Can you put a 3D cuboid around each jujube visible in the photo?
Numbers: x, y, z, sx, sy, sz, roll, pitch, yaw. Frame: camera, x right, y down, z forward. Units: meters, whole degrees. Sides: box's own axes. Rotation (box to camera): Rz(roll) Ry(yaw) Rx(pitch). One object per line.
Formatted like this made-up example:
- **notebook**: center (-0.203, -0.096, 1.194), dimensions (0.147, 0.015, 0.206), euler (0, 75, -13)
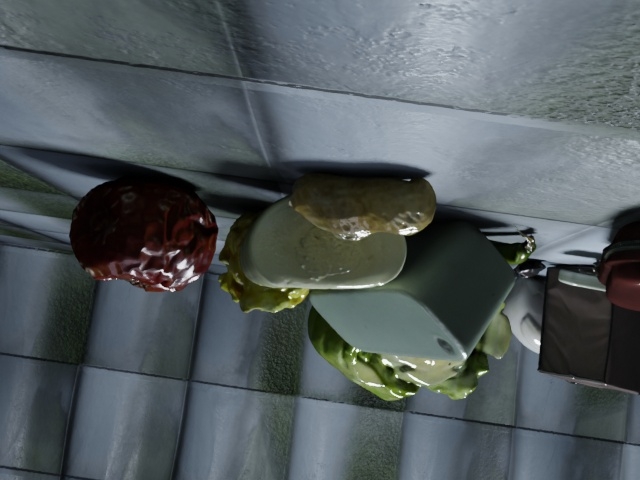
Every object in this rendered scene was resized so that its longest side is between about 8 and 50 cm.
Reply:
- **jujube**: center (-0.299, -0.013, 1.378), dimensions (0.213, 0.212, 0.232), euler (4, 167, 33)

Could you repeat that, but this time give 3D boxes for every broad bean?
- **broad bean**: center (0.281, 0.011, 1.473), dimensions (0.098, 0.056, 0.318), euler (41, 155, -18)

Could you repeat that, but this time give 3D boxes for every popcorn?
- **popcorn**: center (-0.103, 0.049, 1.555), dimensions (0.181, 0.216, 0.235), euler (16, 159, -27)

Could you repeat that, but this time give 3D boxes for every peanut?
- **peanut**: center (0.057, -0.050, 1.097), dimensions (0.214, 0.099, 0.099), euler (-2, 170, 26)

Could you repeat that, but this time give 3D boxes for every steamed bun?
- **steamed bun**: center (0.000, 0.000, 1.271), dimensions (0.250, 0.154, 0.200), euler (2, 177, -8)

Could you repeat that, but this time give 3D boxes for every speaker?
- **speaker**: center (0.159, 0.091, 1.471), dimensions (0.183, 0.184, 0.406), euler (47, 158, -15)

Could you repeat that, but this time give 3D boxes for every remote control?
- **remote control**: center (0.556, 0.084, 1.543), dimensions (0.190, 0.029, 0.087), euler (10, -177, 0)

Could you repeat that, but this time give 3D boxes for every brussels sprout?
- **brussels sprout**: center (0.187, 0.181, 1.875), dimensions (0.426, 0.342, 0.361), euler (15, -167, -20)

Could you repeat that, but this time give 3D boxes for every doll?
- **doll**: center (0.590, 0.171, 2.002), dimensions (0.251, 0.221, 0.221), euler (36, 171, -3)

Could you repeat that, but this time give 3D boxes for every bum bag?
- **bum bag**: center (0.457, 0.064, 1.763), dimensions (0.058, 0.034, 0.124), euler (-7, 172, 6)

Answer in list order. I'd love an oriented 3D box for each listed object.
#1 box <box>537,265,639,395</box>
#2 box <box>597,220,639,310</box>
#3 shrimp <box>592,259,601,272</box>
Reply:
- **box**: center (0.584, 0.187, 1.718), dimensions (0.153, 0.252, 0.188), euler (15, 172, -36)
- **box**: center (0.558, 0.049, 1.208), dimensions (0.263, 0.108, 0.404), euler (6, 173, 17)
- **shrimp**: center (0.567, 0.049, 1.513), dimensions (0.161, 0.049, 0.166), euler (11, 180, -37)
